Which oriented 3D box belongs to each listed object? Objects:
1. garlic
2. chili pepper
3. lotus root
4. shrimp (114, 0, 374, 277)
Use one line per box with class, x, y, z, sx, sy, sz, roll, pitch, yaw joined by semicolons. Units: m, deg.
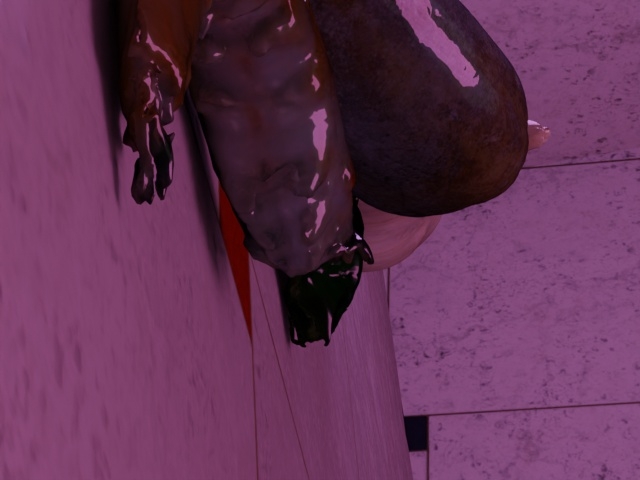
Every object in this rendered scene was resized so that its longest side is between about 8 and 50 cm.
garlic;0.087;-0.076;1.419;0.199;0.226;0.199;173;-90;-89
chili pepper;0.002;0.000;1.169;0.224;0.061;0.098;-96;-178;-65
lotus root;0.022;-0.124;1.096;0.158;0.140;0.322;39;-3;45
shrimp;-0.037;-0.086;0.709;0.287;0.068;0.185;49;30;-80
